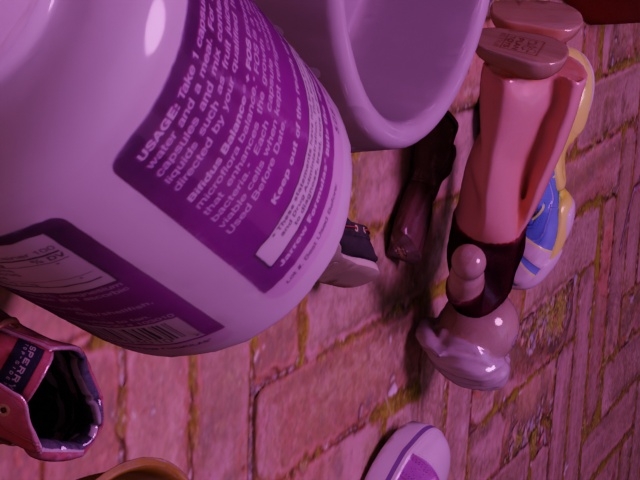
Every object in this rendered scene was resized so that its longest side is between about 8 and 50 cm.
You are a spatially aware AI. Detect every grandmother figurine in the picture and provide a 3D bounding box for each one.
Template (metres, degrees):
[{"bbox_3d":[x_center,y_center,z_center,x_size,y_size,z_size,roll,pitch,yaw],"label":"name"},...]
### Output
[{"bbox_3d":[0.145,-0.016,1.270,0.208,0.104,0.342,-46,149,-50],"label":"grandmother figurine"}]

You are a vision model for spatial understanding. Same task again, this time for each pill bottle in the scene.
[{"bbox_3d":[-0.109,-0.065,0.622,0.301,0.169,0.169,43,59,-64],"label":"pill bottle"}]

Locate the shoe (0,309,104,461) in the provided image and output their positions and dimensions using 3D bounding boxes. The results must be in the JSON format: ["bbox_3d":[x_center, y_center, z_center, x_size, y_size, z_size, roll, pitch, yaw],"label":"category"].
[{"bbox_3d":[-0.157,0.041,0.659,0.178,0.081,0.063,64,41,-54],"label":"shoe"}]

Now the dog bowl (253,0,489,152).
[{"bbox_3d":[0.025,-0.215,0.970,0.349,0.102,0.349,10,90,-67],"label":"dog bowl"}]

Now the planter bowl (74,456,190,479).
[{"bbox_3d":[-0.142,0.204,0.745,0.217,0.090,0.217,10,90,-67],"label":"planter bowl"}]

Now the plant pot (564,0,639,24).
[{"bbox_3d":[0.390,-0.371,1.597,0.267,0.236,0.267,10,89,-67],"label":"plant pot"}]

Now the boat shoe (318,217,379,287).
[{"bbox_3d":[-0.002,0.001,1.066,0.133,0.049,0.042,22,50,-60],"label":"boat shoe"}]

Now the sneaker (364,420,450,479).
[{"bbox_3d":[0.096,0.285,1.251,0.102,0.161,0.282,66,38,-50],"label":"sneaker"}]

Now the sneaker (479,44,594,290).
[{"bbox_3d":[0.182,-0.076,1.442,0.126,0.091,0.240,12,88,-49],"label":"sneaker"}]

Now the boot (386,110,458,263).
[{"bbox_3d":[0.079,-0.045,1.248,0.114,0.037,0.106,-66,154,-22],"label":"boot"}]
